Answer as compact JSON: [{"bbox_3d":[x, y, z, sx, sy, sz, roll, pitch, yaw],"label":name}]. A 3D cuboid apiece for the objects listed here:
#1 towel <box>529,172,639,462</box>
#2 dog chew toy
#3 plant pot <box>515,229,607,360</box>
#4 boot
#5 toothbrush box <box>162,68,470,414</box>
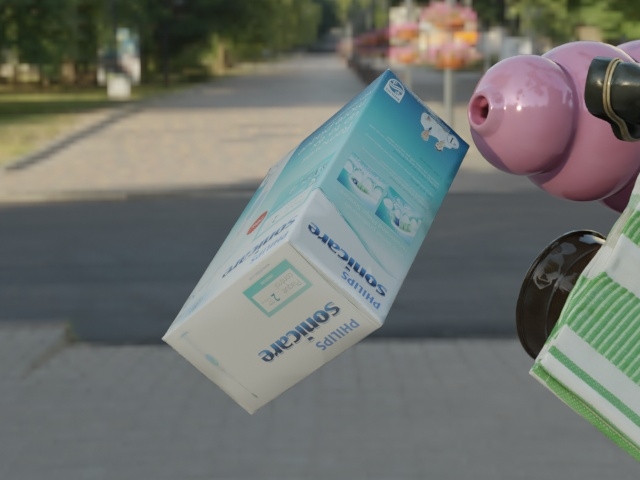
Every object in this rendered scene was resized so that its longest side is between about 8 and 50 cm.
[{"bbox_3d":[0.351,0.075,1.492,0.325,0.248,0.038,-54,6,-34],"label":"towel"},{"bbox_3d":[0.305,-0.129,1.760,0.332,0.206,0.206,3,5,-33],"label":"dog chew toy"},{"bbox_3d":[0.337,0.088,1.801,0.167,0.167,0.165,-5,18,-35],"label":"plant pot"},{"bbox_3d":[0.349,-0.126,1.531,0.137,0.077,0.198,10,6,29],"label":"boot"},{"bbox_3d":[0.000,0.000,1.587,0.216,0.126,0.295,-37,17,42],"label":"toothbrush box"}]
